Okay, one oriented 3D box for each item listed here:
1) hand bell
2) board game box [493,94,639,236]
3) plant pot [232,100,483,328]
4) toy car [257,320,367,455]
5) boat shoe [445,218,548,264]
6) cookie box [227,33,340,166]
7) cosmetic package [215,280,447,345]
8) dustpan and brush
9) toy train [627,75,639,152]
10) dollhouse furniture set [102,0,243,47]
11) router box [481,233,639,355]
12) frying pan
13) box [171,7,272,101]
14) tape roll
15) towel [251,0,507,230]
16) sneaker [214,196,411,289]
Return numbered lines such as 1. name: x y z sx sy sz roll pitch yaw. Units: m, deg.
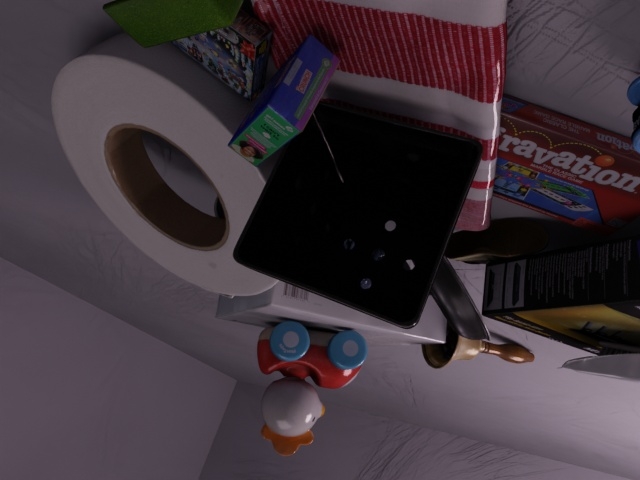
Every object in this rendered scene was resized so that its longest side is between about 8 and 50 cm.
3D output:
1. hand bell: 0.348 0.222 1.132 0.242 0.126 0.126 14 160 -20
2. board game box: 0.228 -0.088 0.598 0.282 0.027 0.145 20 156 1
3. plant pot: 0.051 -0.011 0.582 0.188 0.188 0.167 19 168 19
4. toy car: -0.031 0.294 1.053 0.211 0.237 0.219 10 164 -8
5. boat shoe: 0.248 0.004 0.762 0.152 0.056 0.049 -5 161 44
6. cookie box: -0.037 -0.131 0.524 0.040 0.091 0.107 34 156 -18
7. cosmetic package: 0.017 0.138 1.090 0.378 0.097 0.284 16 159 -26
8. dustpan and brush: 0.428 0.148 0.675 0.211 0.060 0.147 2 173 42
9. toy train: 0.306 -0.124 0.399 0.105 0.080 0.184 7 153 7
10. dollhouse furniture set: -0.039 -0.253 0.290 0.302 0.151 0.197 3 151 35
11. router box: 0.412 0.090 0.711 0.309 0.080 0.243 19 159 -26
12. frying pan: 0.188 0.059 0.864 0.197 0.053 0.326 59 -176 -4
13. box: -0.114 -0.213 0.549 0.137 0.027 0.094 37 158 4
14. tape roll: -0.190 -0.082 0.740 0.392 0.072 0.391 22 142 19
15. towel: 0.067 -0.132 0.564 0.237 0.037 0.329 18 155 23
16. sneaker: 0.000 0.000 0.844 0.350 0.131 0.148 24 161 -8
